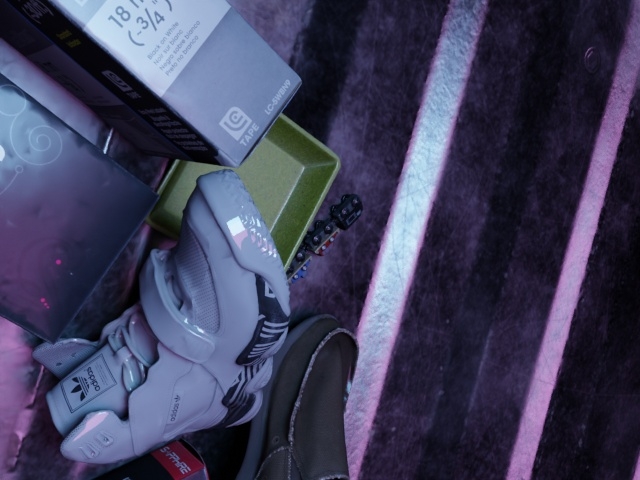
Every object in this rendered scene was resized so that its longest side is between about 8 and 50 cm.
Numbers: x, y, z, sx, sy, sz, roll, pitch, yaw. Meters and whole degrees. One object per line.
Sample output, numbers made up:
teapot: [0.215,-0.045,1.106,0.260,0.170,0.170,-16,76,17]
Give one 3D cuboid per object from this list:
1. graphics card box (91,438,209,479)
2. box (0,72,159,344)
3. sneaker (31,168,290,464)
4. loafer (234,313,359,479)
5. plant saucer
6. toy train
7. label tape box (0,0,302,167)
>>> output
graphics card box: [-0.273,0.396,0.713,0.371,0.094,0.233,-18,107,-30]
box: [-0.307,-0.057,0.587,0.270,0.143,0.165,40,76,-32]
sneaker: [-0.156,0.098,0.644,0.210,0.137,0.366,-17,145,-25]
loafer: [-0.012,0.259,0.794,0.134,0.130,0.366,50,49,-46]
plant saucer: [-0.090,-0.063,0.792,0.188,0.045,0.188,33,79,-33]
toy train: [0.000,0.000,0.876,0.158,0.027,0.036,-45,130,-21]
label tape box: [-0.207,-0.208,0.574,0.333,0.240,0.106,42,76,-30]
